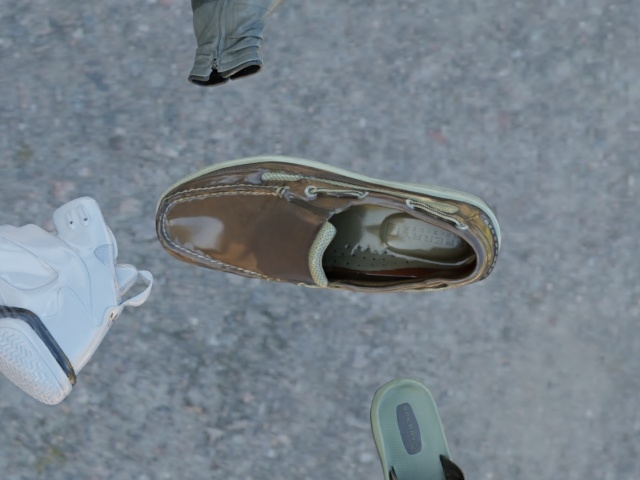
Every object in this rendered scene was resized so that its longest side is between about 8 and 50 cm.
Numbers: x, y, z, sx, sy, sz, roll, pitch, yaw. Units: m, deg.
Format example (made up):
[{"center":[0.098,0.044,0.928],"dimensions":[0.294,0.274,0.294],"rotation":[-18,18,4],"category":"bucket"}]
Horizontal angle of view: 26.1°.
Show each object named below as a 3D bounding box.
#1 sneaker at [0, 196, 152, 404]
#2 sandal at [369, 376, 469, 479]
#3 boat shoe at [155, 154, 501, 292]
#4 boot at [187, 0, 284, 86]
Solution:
[{"center":[-0.382,0.012,1.675],"dimensions":[0.366,0.137,0.210],"rotation":[41,69,11],"category":"sneaker"},{"center":[0.145,0.327,1.815],"dimensions":[0.120,0.086,0.303],"rotation":[-21,88,-19],"category":"sandal"},{"center":[0.000,-0.008,0.997],"dimensions":[0.257,0.095,0.095],"rotation":[1,106,8],"category":"boat shoe"},{"center":[-0.094,-0.323,2.074],"dimensions":[0.083,0.246,0.161],"rotation":[25,54,-50],"category":"boot"}]
